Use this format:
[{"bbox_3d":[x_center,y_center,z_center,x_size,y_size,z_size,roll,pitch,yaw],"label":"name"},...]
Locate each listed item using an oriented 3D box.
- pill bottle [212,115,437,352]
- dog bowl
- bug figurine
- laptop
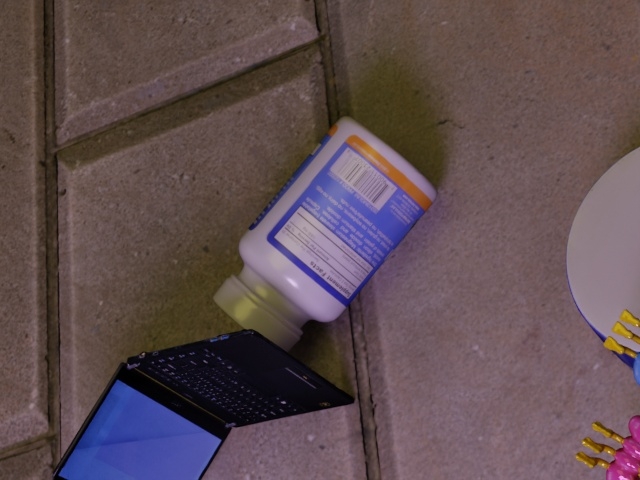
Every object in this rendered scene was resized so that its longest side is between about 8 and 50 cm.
[{"bbox_3d":[0.000,0.000,2.066,0.272,0.152,0.152,-50,51,1],"label":"pill bottle"},{"bbox_3d":[0.397,0.021,1.836,0.265,0.104,0.265,-15,59,26],"label":"dog bowl"},{"bbox_3d":[0.383,0.194,1.693,0.279,0.072,0.216,37,99,24],"label":"bug figurine"},{"bbox_3d":[-0.129,0.224,1.977,0.264,0.234,0.137,-14,60,25],"label":"laptop"}]
